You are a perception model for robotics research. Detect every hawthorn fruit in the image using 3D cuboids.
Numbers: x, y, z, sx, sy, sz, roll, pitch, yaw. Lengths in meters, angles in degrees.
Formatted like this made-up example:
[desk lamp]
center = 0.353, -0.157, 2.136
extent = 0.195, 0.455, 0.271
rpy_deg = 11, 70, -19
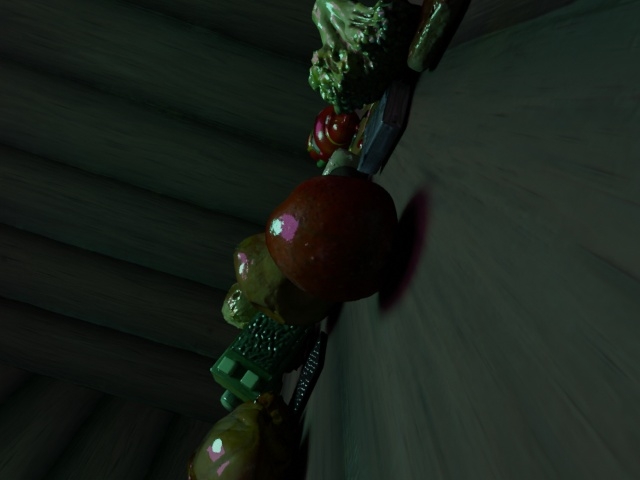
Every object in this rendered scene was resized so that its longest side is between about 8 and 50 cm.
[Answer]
[hawthorn fruit]
center = 0.016, -0.003, 0.659
extent = 0.173, 0.172, 0.173
rpy_deg = -162, 90, -86

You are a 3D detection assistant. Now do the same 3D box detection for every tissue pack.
[tissue pack]
center = 0.119, -0.211, 0.969
extent = 0.156, 0.051, 0.113
rpy_deg = 116, 170, -61

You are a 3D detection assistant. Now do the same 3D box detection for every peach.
[peach]
center = -0.064, 0.061, 1.040
extent = 0.214, 0.235, 0.215
rpy_deg = -163, 90, -76

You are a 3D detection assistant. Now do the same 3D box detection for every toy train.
[toy train]
center = -0.133, 0.278, 1.198
extent = 0.272, 0.159, 0.188
rpy_deg = -51, -19, -28

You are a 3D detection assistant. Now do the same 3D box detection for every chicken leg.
[chicken leg]
center = -0.155, 0.436, 0.986
extent = 0.410, 0.181, 0.295
rpy_deg = -59, -1, 36

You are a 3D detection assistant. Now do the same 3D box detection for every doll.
[doll]
center = 0.051, -0.343, 1.641
extent = 0.363, 0.160, 0.183
rpy_deg = 158, 129, -81

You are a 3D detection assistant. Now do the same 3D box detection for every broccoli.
[broccoli]
center = 0.060, -0.384, 0.982
extent = 0.248, 0.245, 0.288
rpy_deg = -46, -3, -45

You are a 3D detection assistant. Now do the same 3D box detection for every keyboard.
[keyboard]
center = -0.042, 0.326, 1.084
extent = 0.101, 0.018, 0.310
rpy_deg = -80, 9, -54

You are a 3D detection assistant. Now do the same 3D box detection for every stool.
[stool]
center = 0.054, -0.104, 1.111
extent = 0.110, 0.096, 0.096
rpy_deg = -87, 15, -59

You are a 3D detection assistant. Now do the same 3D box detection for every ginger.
[ginger]
center = -0.155, 0.141, 1.360
extent = 0.221, 0.130, 0.275
rpy_deg = -43, -13, 27

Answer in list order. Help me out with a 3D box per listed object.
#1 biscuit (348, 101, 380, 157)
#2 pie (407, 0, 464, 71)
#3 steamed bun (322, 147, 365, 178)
[biscuit]
center = 0.106, -0.261, 1.388
extent = 0.197, 0.048, 0.302
rpy_deg = 148, 138, -87
[pie]
center = 0.184, -0.362, 0.787
extent = 0.195, 0.046, 0.195
rpy_deg = -161, 90, -86
[steamed bun]
center = 0.060, -0.155, 1.211
extent = 0.113, 0.090, 0.130
rpy_deg = -63, -8, 3
